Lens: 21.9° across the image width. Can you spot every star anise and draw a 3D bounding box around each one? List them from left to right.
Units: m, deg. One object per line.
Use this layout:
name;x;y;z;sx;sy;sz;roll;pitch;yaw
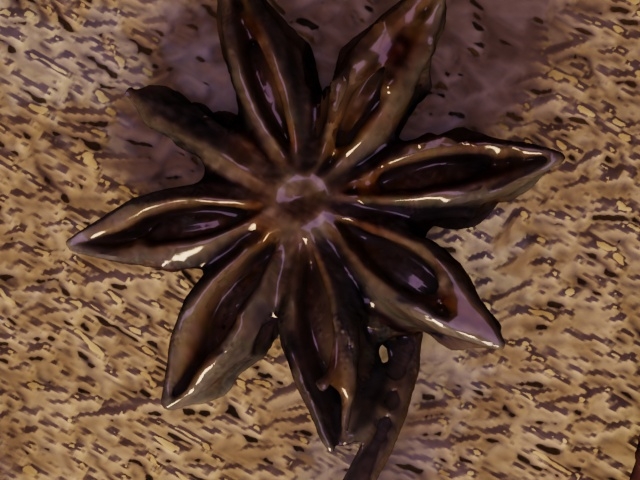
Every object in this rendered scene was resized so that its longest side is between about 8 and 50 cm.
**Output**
star anise;-0.001;0.000;0.751;0.230;0.081;0.262;-12;84;5

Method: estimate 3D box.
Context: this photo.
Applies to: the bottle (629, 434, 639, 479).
bottle;0.215;0.040;0.727;0.110;0.110;0.233;25;97;1
